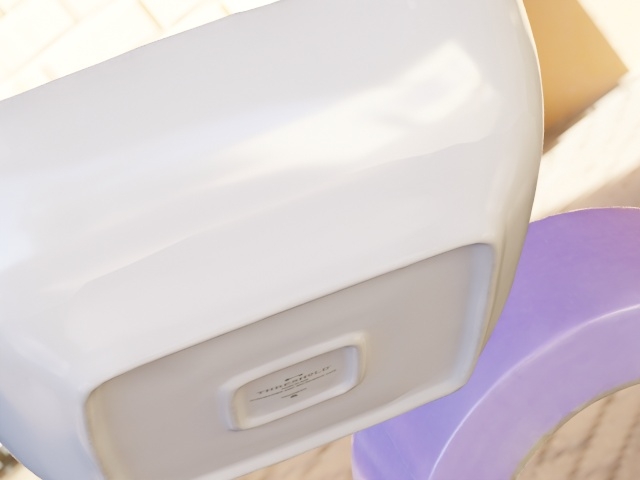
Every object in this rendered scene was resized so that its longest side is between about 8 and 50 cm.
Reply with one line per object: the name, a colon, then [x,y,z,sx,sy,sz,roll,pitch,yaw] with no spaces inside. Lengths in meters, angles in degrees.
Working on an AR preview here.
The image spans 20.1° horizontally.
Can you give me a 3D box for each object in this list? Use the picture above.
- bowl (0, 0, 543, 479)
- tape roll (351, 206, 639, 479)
bowl: [-0.014,0.010,0.398,0.142,0.053,0.142,-20,-23,-10]
tape roll: [0.112,0.088,0.691,0.189,0.189,0.080,-38,29,4]
